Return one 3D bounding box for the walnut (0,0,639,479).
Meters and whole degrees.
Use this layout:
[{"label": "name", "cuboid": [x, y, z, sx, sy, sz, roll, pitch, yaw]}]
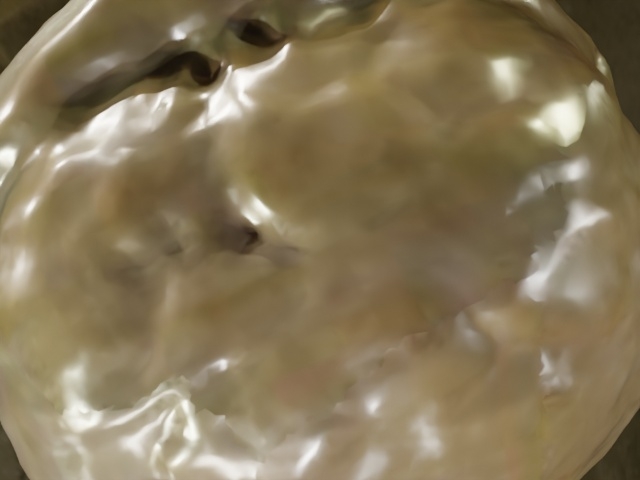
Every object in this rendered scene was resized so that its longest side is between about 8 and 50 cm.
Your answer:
[{"label": "walnut", "cuboid": [0.001, 0.002, 0.627, 0.248, 0.248, 0.248, -3, 70, 9]}]
